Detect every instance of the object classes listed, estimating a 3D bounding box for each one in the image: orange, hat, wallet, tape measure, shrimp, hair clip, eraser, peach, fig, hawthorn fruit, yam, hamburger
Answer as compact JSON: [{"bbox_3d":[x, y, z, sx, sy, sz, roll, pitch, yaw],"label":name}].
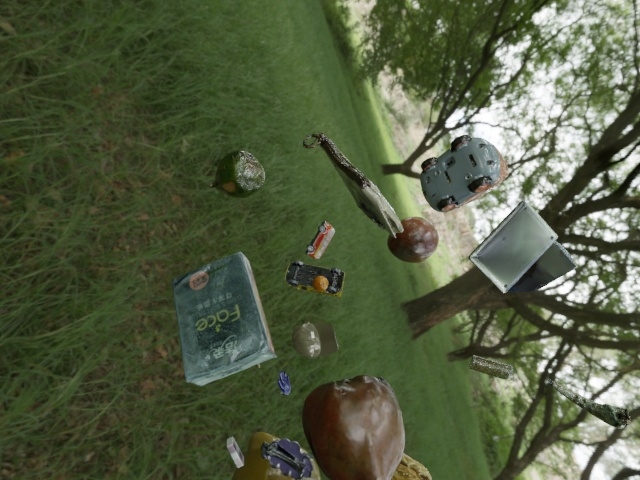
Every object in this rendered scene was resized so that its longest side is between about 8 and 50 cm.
[{"bbox_3d":[0.000,0.222,2.076,0.083,0.084,0.083,-17,90,-78],"label":"orange"},{"bbox_3d":[-0.026,0.432,1.740,0.144,0.173,0.166,-8,80,-33],"label":"hat"},{"bbox_3d":[0.097,-0.141,1.063,0.275,0.068,0.335,42,9,-39],"label":"wallet"},{"bbox_3d":[0.762,0.062,1.530,0.259,0.262,0.138,40,33,4],"label":"tape measure"},{"bbox_3d":[1.035,0.623,1.547,0.185,0.068,0.287,41,-7,-35],"label":"shrimp"},{"bbox_3d":[-0.110,0.729,1.350,0.124,0.195,0.052,-65,173,12],"label":"hair clip"},{"bbox_3d":[-0.332,0.826,1.578,0.065,0.026,0.105,-148,-146,-79],"label":"eraser"},{"bbox_3d":[0.466,-0.001,2.064,0.252,0.252,0.252,-17,90,-78],"label":"peach"},{"bbox_3d":[-0.360,-0.268,1.697,0.195,0.245,0.195,21,64,-52],"label":"fig"},{"bbox_3d":[0.101,0.563,1.199,0.324,0.308,0.308,-111,174,-46],"label":"hawthorn fruit"},{"bbox_3d":[0.567,0.425,1.352,0.054,0.132,0.054,14,90,-79],"label":"yam"},{"bbox_3d":[0.311,1.019,1.647,0.158,0.319,0.318,-10,83,-57],"label":"hamburger"}]

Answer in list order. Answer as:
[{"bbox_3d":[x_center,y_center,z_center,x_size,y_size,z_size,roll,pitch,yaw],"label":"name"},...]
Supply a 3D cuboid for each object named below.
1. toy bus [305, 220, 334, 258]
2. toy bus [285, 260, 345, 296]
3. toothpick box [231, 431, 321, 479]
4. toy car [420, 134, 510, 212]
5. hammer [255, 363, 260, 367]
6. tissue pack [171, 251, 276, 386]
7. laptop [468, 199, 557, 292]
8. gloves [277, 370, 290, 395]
[{"bbox_3d":[0.000,0.000,1.806,0.077,0.174,0.079,31,1,-7],"label":"toy bus"},{"bbox_3d":[-0.031,0.229,2.324,0.151,0.331,0.145,84,19,-62],"label":"toy bus"},{"bbox_3d":[-0.191,1.078,1.711,0.425,0.409,0.409,-88,158,-43],"label":"toothpick box"},{"bbox_3d":[0.479,-0.210,1.331,0.212,0.270,0.180,0,65,-41],"label":"toy car"},{"bbox_3d":[-0.223,0.319,1.316,0.013,0.062,0.198,-14,89,-58],"label":"hammer"},{"bbox_3d":[-0.272,0.211,1.119,0.103,0.228,0.315,67,0,-58],"label":"tissue pack"},{"bbox_3d":[0.644,0.022,1.346,0.188,0.269,0.015,43,0,-10],"label":"laptop"},{"bbox_3d":[-0.131,0.509,1.449,0.064,0.026,0.086,42,34,-47],"label":"gloves"}]
